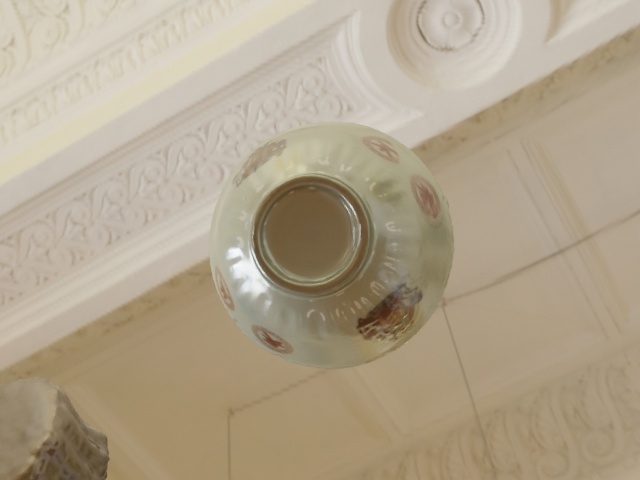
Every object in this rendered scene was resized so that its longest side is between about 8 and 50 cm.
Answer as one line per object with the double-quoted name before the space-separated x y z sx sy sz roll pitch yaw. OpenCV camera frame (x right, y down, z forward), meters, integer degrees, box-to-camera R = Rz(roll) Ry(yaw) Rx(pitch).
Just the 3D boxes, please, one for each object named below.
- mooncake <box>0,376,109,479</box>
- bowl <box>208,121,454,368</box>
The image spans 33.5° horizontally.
"mooncake" -0.495 0.388 1.680 0.324 0.324 0.187 -27 -57 11
"bowl" 0.000 0.000 1.361 0.337 0.157 0.337 -1 -94 10
